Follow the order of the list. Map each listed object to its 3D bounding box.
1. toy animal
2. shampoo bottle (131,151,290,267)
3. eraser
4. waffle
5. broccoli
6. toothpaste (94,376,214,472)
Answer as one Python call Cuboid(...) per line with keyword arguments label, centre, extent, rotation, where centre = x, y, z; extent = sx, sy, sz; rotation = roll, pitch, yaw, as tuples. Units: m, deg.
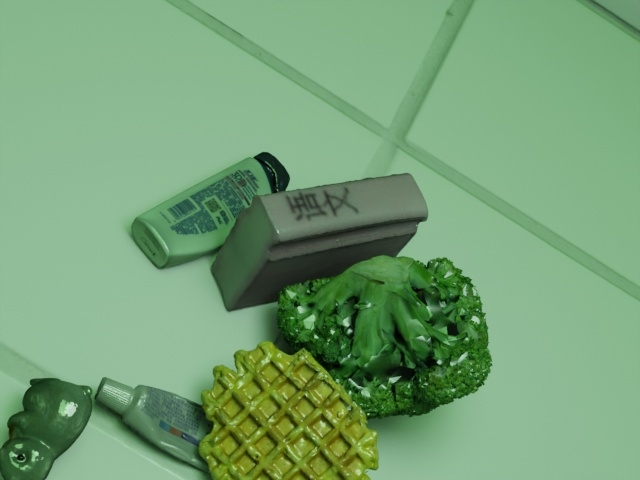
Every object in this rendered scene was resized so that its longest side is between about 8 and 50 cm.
Cuboid(label="toy animal", centre=(-0.445, 0.323, 1.561), extent=(0.108, 0.138, 0.236), rotation=(53, 36, -32))
Cuboid(label="shampoo bottle", centre=(-0.201, -0.061, 1.990), extent=(0.359, 0.078, 0.134), rotation=(-33, 80, -40))
Cuboid(label="eraser", centre=(0.000, 0.000, 1.928), extent=(0.359, 0.272, 0.122), rotation=(-9, 60, -34))
Cuboid(label="waffle", centre=(-0.058, 0.319, 1.684), extent=(0.307, 0.060, 0.312), rotation=(-10, 73, 5))
Cuboid(label="broccoli", centre=(0.134, 0.172, 1.849), extent=(0.413, 0.310, 0.321), rotation=(21, 9, 30))
Cuboid(label="toothpaste", centre=(-0.257, 0.312, 1.715), extent=(0.282, 0.068, 0.099), rotation=(31, 78, -18))
